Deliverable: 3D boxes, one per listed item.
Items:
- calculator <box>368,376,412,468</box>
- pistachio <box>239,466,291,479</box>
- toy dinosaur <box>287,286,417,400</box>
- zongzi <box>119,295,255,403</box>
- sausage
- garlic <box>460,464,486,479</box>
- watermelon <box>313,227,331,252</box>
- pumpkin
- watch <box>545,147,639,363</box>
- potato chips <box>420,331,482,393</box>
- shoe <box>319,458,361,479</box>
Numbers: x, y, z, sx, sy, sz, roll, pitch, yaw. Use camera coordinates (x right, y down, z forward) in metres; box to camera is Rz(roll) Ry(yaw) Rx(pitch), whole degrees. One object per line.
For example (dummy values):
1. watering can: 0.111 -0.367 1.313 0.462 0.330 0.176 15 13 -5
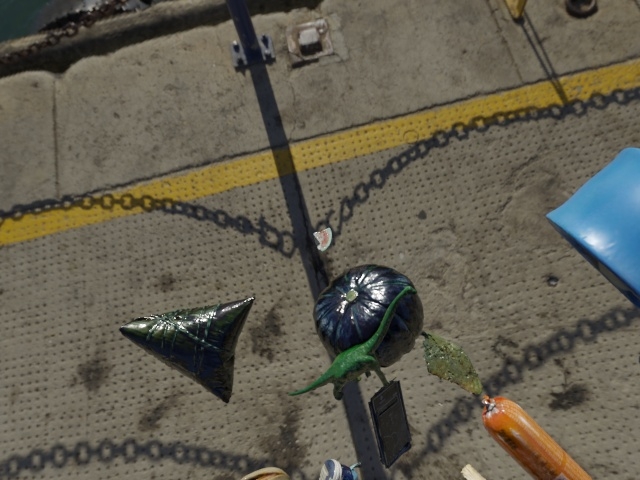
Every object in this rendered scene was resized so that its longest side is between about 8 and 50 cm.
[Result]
1. calculator: 0.242 0.623 1.606 0.166 0.028 0.273 -23 104 -40
2. pistachio: -0.188 0.830 1.563 0.144 0.215 0.143 -12 71 39
3. toy dinosaur: 0.086 0.313 1.326 0.447 0.300 0.087 -19 34 1
4. zongzi: -0.390 0.293 1.576 0.384 0.319 0.362 28 94 14
5. sausage: 0.442 0.435 0.986 0.312 0.093 0.093 44 81 -10
6. garlic: 0.325 0.510 0.860 0.245 0.253 0.244 -1 111 -4
7. watermelon: 0.000 0.000 1.524 0.061 0.085 0.085 32 77 -16
8. pumpkin: 0.159 0.252 1.549 0.364 0.266 0.363 -17 43 16
9. watch: 0.445 0.019 0.600 0.241 0.305 0.274 -46 74 15
10. potato chips: 0.345 0.330 1.262 0.142 0.026 0.209 -15 60 -29
11. shoe: 0.044 0.663 1.193 0.106 0.091 0.207 14 93 -18
